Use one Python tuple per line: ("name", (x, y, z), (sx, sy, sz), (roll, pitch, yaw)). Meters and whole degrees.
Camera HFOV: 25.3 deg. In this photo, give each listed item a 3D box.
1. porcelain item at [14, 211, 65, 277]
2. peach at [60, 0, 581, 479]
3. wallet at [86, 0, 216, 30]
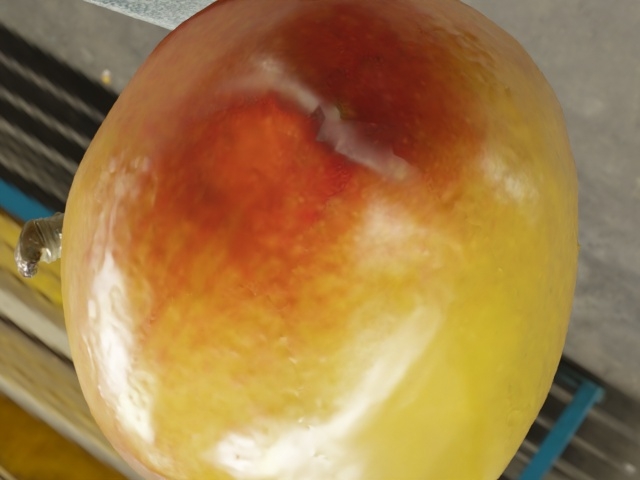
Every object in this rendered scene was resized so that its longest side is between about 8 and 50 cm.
("porcelain item", (-0.164, -0.017, 1.242), (0.054, 0.213, 0.084), (67, 155, 19))
("peach", (-0.002, -0.004, 0.751), (0.289, 0.289, 0.308), (20, 144, 34))
("wallet", (-0.039, -0.193, 0.867), (0.167, 0.036, 0.222), (12, 148, -41))
